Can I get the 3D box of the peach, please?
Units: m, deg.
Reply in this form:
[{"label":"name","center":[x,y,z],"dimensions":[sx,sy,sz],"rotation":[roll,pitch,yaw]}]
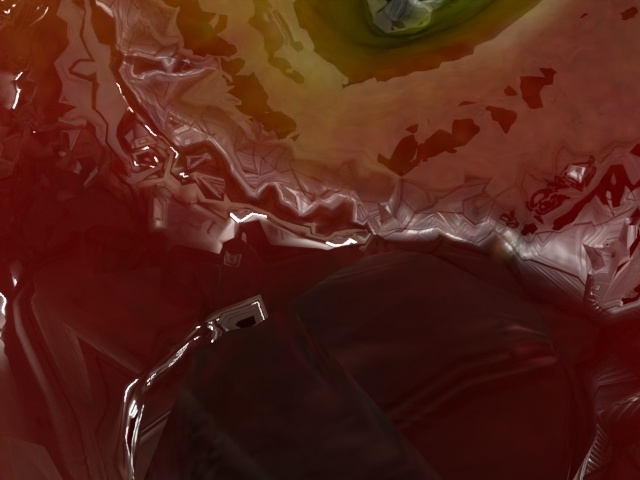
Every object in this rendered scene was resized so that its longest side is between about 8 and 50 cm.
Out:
[{"label":"peach","center":[0.005,-0.001,0.646],"dimensions":[0.335,0.310,0.406],"rotation":[11,125,-11]}]
